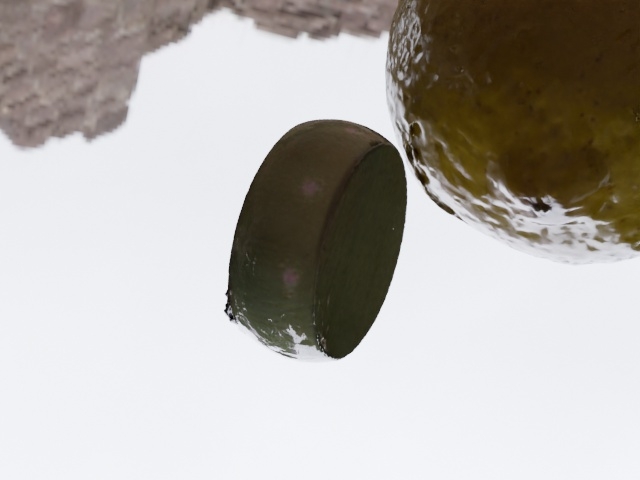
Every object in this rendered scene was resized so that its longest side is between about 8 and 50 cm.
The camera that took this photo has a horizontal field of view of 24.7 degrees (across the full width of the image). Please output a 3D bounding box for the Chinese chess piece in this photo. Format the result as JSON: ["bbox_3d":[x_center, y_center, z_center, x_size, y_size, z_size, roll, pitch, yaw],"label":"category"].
[{"bbox_3d":[0.000,0.000,0.498,0.034,0.084,0.084,16,-146,22],"label":"Chinese chess piece"}]

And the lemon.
[{"bbox_3d":[0.178,-0.122,0.998,0.293,0.293,0.293,11,-144,-8],"label":"lemon"}]
